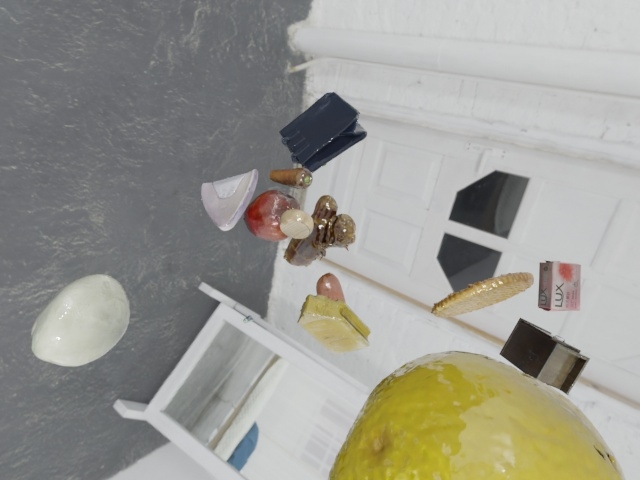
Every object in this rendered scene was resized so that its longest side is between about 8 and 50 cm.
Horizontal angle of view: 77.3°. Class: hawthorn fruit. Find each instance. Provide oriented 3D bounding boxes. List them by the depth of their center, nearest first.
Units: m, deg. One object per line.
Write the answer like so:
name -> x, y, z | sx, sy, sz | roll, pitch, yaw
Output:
hawthorn fruit -> -0.175, -0.081, 1.392 | 0.185, 0.203, 0.184 | 22, 63, -53

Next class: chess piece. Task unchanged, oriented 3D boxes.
chess piece -> -0.058, -0.039, 0.970 | 0.083, 0.084, 0.038 | 64, 33, -49

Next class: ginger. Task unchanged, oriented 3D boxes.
ginger -> 0.000, 0.000, 1.797 | 0.418, 0.254, 0.176 | -47, -172, 33

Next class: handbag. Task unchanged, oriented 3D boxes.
handbag -> 0.000, -0.453, 1.703 | 0.329, 0.303, 0.122 | -36, 136, 4

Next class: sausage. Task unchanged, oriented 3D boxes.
sausage -> 0.051, 0.259, 1.619 | 0.114, 0.114, 0.258 | -18, 94, -49

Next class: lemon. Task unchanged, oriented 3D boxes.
lemon -> 0.117, 0.222, 0.328 | 0.253, 0.229, 0.228 | -55, 145, -20

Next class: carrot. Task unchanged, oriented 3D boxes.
carrot -> -0.080, -0.164, 1.046 | 0.055, 0.162, 0.055 | -8, 103, -37

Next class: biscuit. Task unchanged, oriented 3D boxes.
biscuit -> 0.390, 0.133, 0.972 | 0.254, 0.035, 0.254 | -13, 156, -6

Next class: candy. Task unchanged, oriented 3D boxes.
candy -> -0.661, 0.228, 1.143 | 0.295, 0.186, 0.295 | 25, 90, -89

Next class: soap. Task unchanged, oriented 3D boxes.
soap -> 0.035, 0.270, 1.308 | 0.257, 0.161, 0.080 | 48, 35, -33

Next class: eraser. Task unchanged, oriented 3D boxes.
eraser -> -0.307, -0.125, 1.339 | 0.059, 0.205, 0.243 | 66, 15, -51

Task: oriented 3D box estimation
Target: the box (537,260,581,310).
box -> 0.729, 0.139, 1.223 | 0.112, 0.060, 0.156 | 5, 84, -13

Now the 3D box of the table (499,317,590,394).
table -> 0.815, 0.416, 1.463 | 0.169, 0.193, 0.172 | 25, 97, -16

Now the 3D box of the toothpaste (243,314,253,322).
toothpaste -> -0.278, 0.304, 1.541 | 0.019, 0.027, 0.083 | -40, 173, 9
